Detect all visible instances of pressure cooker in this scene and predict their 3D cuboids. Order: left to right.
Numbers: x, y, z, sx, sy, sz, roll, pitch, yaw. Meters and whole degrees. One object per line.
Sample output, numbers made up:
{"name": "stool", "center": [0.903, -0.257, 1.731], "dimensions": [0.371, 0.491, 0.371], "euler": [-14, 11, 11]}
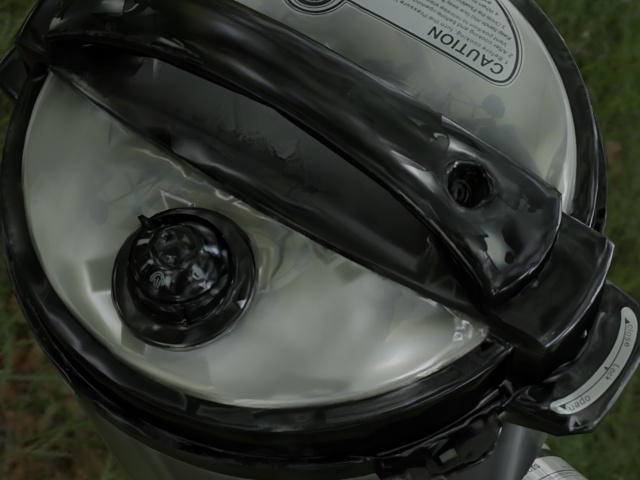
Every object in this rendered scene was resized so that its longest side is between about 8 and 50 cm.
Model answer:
{"name": "pressure cooker", "center": [-0.002, 0.005, 0.854], "dimensions": [0.420, 0.370, 0.375], "euler": [80, 1, -63]}

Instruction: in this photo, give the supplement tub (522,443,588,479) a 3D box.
{"name": "supplement tub", "center": [0.165, 0.272, 1.034], "dimensions": [0.272, 0.191, 0.191], "euler": [38, 18, 33]}
